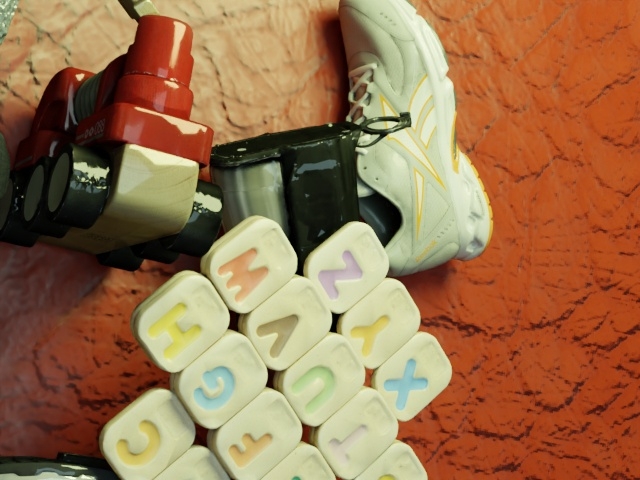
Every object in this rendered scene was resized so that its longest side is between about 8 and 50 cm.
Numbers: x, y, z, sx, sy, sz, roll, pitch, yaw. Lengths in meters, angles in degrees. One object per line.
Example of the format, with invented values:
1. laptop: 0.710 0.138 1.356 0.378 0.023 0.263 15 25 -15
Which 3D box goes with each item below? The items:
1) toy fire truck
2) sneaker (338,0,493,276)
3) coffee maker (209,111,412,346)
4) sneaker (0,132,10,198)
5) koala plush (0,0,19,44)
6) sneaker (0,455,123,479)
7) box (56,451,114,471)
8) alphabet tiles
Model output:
1. toy fire truck: -0.165 -0.117 1.172 0.158 0.217 0.246 15 78 -24
2. sneaker: 0.056 -0.091 1.352 0.121 0.099 0.262 -22 94 -22
3. coffee maker: 0.000 0.000 1.277 0.171 0.120 0.178 -7 103 13
4. sneaker: -0.373 -0.052 1.111 0.300 0.121 0.111 -2 90 -25
5. koala plush: -0.330 -0.233 1.126 0.221 0.196 0.203 24 64 -23
6. sneaker: -0.164 0.225 1.193 0.234 0.084 0.097 15 80 -25
7. box: -0.183 0.215 1.243 0.067 0.018 0.083 13 79 -25
8. alphabet tiles: -0.025 0.129 1.212 0.278 0.021 0.284 -39 113 -20
